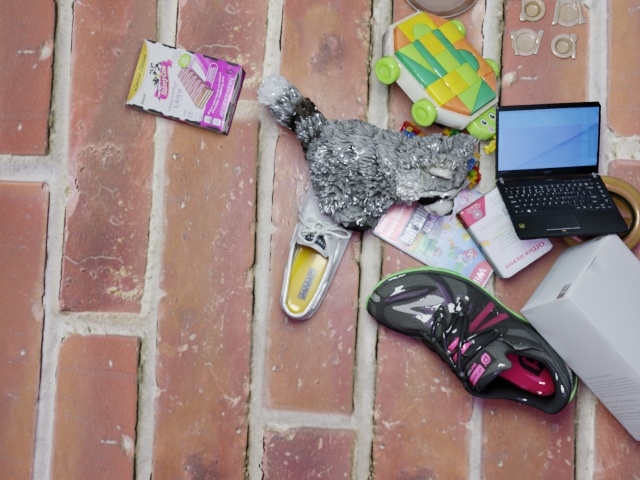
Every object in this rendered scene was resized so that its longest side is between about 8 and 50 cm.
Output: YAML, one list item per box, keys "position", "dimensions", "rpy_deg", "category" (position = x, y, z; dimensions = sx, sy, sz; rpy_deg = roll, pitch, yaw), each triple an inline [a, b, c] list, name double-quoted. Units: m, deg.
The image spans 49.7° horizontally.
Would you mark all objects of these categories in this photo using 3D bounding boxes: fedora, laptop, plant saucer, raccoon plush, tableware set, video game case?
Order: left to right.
- position: [0.093, -0.203, 1.384]
  dimensions: [0.446, 0.299, 0.216]
  rpy_deg: [39, 49, -17]
  category: "raccoon plush"
- position: [0.276, -0.602, 1.580]
  dimensions: [0.198, 0.036, 0.199]
  rpy_deg: [0, 89, 2]
  category: "plant saucer"
- position: [0.285, -0.035, 1.567]
  dimensions: [0.285, 0.025, 0.204]
  rpy_deg: [30, 90, 3]
  category: "video game case"
- position: [0.517, -0.486, 1.572]
  dimensions: [0.168, 0.020, 0.141]
  rpy_deg: [5, 89, 3]
  category: "tableware set"
- position: [0.493, -0.146, 1.414]
  dimensions: [0.234, 0.137, 0.264]
  rpy_deg: [-4, 49, -5]
  category: "laptop"
- position: [0.614, -0.050, 1.523]
  dimensions: [0.194, 0.079, 0.194]
  rpy_deg: [-1, 87, 10]
  category: "fedora"

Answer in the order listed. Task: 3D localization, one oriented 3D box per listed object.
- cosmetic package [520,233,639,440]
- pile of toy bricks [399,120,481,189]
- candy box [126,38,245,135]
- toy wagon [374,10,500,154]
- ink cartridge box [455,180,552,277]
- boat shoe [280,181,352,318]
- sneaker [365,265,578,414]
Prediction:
- position: [0.626, 0.199, 1.419]
  dimensions: [0.385, 0.156, 0.217]
  rpy_deg: [48, 60, -1]
  category: "cosmetic package"
- position: [0.291, -0.224, 1.543]
  dimensions: [0.212, 0.118, 0.105]
  rpy_deg: [42, 47, 18]
  category: "pile of toy bricks"
- position: [-0.307, -0.350, 1.584]
  dimensions: [0.233, 0.071, 0.159]
  rpy_deg: [15, 89, 4]
  category: "candy box"
- position: [0.284, -0.339, 1.484]
  dimensions: [0.267, 0.068, 0.344]
  rpy_deg: [-36, 84, -34]
  category: "toy wagon"
- position: [0.399, -0.022, 1.511]
  dimensions: [0.127, 0.072, 0.175]
  rpy_deg: [-34, 87, 0]
  category: "ink cartridge box"
- position: [-0.009, -0.001, 1.513]
  dimensions: [0.135, 0.156, 0.367]
  rpy_deg: [21, 88, 3]
  category: "boat shoe"
- position: [0.324, 0.207, 1.455]
  dimensions: [0.482, 0.202, 0.185]
  rpy_deg: [24, 114, 5]
  category: "sneaker"
